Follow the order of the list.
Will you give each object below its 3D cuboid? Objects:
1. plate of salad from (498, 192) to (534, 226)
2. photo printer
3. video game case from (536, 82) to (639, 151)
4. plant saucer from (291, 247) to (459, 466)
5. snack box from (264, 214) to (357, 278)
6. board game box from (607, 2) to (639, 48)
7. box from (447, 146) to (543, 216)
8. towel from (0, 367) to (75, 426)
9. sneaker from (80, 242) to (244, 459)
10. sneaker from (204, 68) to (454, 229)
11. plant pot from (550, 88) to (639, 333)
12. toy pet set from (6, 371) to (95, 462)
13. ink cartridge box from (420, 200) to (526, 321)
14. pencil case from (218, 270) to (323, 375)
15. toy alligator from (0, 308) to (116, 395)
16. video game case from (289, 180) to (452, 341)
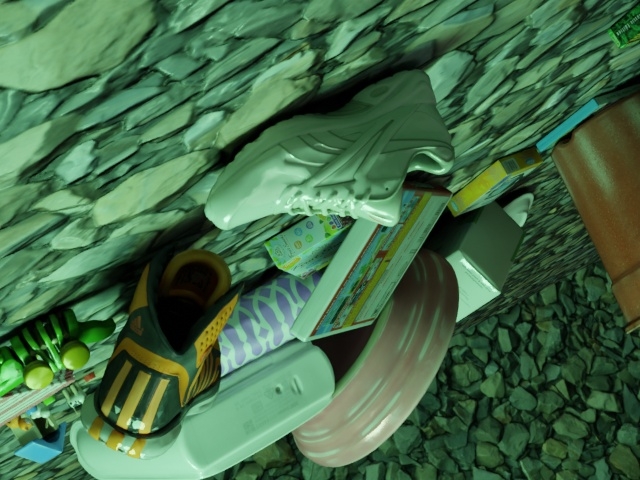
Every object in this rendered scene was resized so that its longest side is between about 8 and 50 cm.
[{"bbox_3d":[0.259,-0.007,2.184,0.200,0.048,0.200,-41,163,-16],"label":"plate of salad"},{"bbox_3d":[-0.166,0.223,1.811,0.256,0.107,0.308,-27,-171,-39],"label":"photo printer"},{"bbox_3d":[0.378,-0.171,1.862,0.166,0.015,0.119,-20,166,-41],"label":"video game case"},{"bbox_3d":[0.052,0.145,1.895,0.332,0.084,0.332,-46,-156,28],"label":"plant saucer"},{"bbox_3d":[0.000,0.000,1.593,0.100,0.037,0.141,-32,168,5],"label":"snack box"},{"bbox_3d":[0.434,-0.275,1.495,0.260,0.030,0.136,-21,164,-39],"label":"board game box"},{"bbox_3d":[0.231,-0.075,1.883,0.081,0.028,0.136,-21,164,-41],"label":"box"},{"bbox_3d":[-0.371,0.182,1.494,0.144,0.029,0.197,-32,169,26],"label":"towel"},{"bbox_3d":[-0.133,0.084,1.398,0.321,0.125,0.180,-82,-162,-74],"label":"sneaker"},{"bbox_3d":[0.016,-0.055,1.174,0.232,0.115,0.090,-27,169,-13],"label":"sneaker"},{"bbox_3d":[0.458,-0.056,1.842,0.272,0.265,0.272,-28,170,-5],"label":"plant pot"},{"bbox_3d":[-0.324,0.225,1.665,0.114,0.065,0.122,-32,178,36],"label":"toy pet set"},{"bbox_3d":[0.182,0.051,2.028,0.212,0.093,0.154,-36,-166,39],"label":"ink cartridge box"},{"bbox_3d":[-0.080,0.096,1.692,0.206,0.088,0.086,-25,161,-16],"label":"pencil case"},{"bbox_3d":[-0.288,0.112,1.333,0.190,0.056,0.051,-28,129,-10],"label":"toy alligator"},{"bbox_3d":[0.067,0.020,1.648,0.204,0.025,0.285,-59,166,10],"label":"video game case"}]
